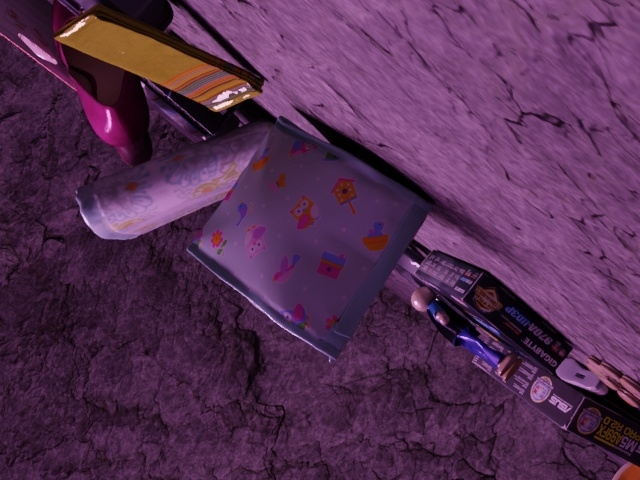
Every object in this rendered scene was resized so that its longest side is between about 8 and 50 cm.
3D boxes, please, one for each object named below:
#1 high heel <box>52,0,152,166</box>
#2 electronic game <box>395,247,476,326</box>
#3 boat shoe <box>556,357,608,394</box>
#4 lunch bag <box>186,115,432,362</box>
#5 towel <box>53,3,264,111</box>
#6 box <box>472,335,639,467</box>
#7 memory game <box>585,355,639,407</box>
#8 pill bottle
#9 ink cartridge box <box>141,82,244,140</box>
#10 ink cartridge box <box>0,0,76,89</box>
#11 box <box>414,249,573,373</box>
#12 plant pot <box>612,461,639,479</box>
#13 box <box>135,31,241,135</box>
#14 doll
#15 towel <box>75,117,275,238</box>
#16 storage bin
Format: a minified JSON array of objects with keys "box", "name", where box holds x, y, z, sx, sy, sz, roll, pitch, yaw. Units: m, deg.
[{"box":[-0.363,-0.310,1.767,0.377,0.127,0.181,60,172,22],"name":"high heel"},{"box":[0.191,0.067,1.801,0.229,0.048,0.229,38,177,3],"name":"electronic game"},{"box":[0.387,0.203,1.603,0.035,0.035,0.100,43,169,-26],"name":"boat shoe"},{"box":[0.000,0.000,1.314,0.160,0.223,0.262,33,180,-43],"name":"lunch bag"},{"box":[-0.187,-0.209,1.284,0.237,0.021,0.102,20,154,-38],"name":"towel"},{"box":[0.397,0.257,1.730,0.216,0.060,0.270,28,-177,-29],"name":"box"},{"box":[0.425,0.213,1.435,0.186,0.012,0.186,39,177,2],"name":"memory game"},{"box":[-0.215,-0.231,1.842,0.160,0.087,0.087,40,178,-32],"name":"pill bottle"},{"box":[-0.237,-0.248,2.140,0.296,0.066,0.261,41,176,-35],"name":"ink cartridge box"},{"box":[-0.501,-0.352,1.905,0.275,0.060,0.239,37,-155,-28],"name":"ink cartridge box"},{"box":[0.243,0.098,1.556,0.175,0.051,0.220,39,178,-15],"name":"box"},{"box":[0.599,0.476,1.874,0.188,0.205,0.205,57,172,-19],"name":"plant pot"},{"box":[-0.201,-0.235,1.651,0.147,0.077,0.180,40,178,-11],"name":"box"},{"box":[0.205,0.133,1.591,0.189,0.046,0.129,38,177,26],"name":"doll"},{"box":[-0.214,-0.100,1.774,0.374,0.321,0.090,173,72,-88],"name":"towel"},{"box":[-0.244,-0.288,1.257,0.135,0.098,0.091,39,167,-1],"name":"storage bin"}]
